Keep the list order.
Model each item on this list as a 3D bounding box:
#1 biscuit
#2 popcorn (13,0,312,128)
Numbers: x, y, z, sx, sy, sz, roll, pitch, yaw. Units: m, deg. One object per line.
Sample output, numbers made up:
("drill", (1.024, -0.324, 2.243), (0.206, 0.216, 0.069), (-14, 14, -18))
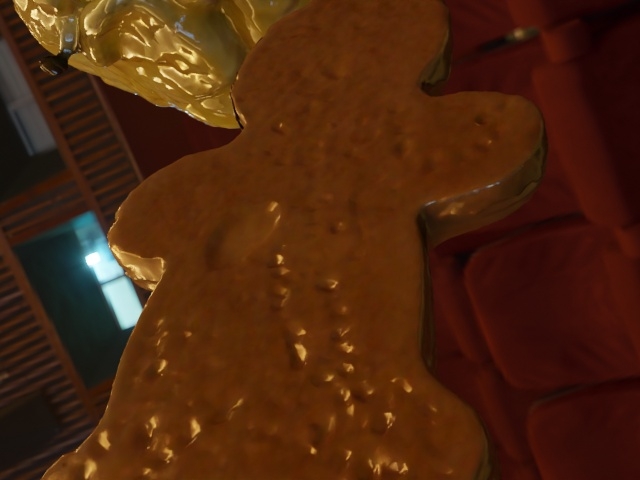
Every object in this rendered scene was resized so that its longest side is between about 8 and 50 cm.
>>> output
("biscuit", (0.000, 0.000, 0.482), (0.340, 0.216, 0.047), (-83, -28, -42))
("popcorn", (-0.103, -0.280, 0.976), (0.382, 0.349, 0.349), (-65, -22, -10))
